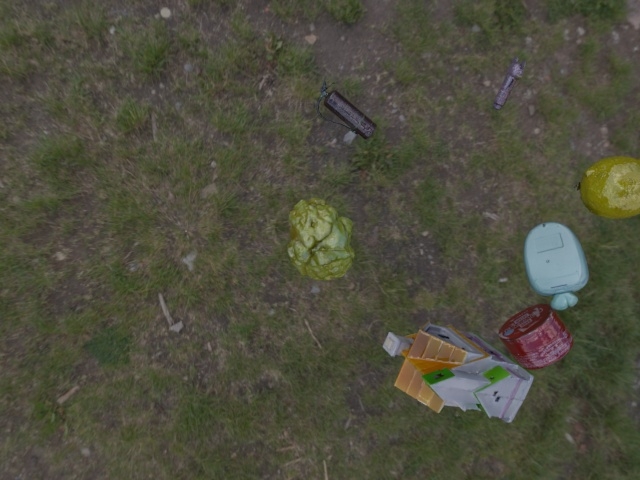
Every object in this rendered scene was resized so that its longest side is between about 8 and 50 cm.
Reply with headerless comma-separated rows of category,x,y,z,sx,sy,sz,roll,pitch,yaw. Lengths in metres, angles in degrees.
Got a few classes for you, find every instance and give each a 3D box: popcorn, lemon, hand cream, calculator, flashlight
popcorn,0.000,0.000,1.373,0.195,0.255,0.256,-22,104,13
lemon,0.817,-0.144,1.294,0.206,0.173,0.173,8,89,12
hand cream,0.788,0.353,1.735,0.230,0.230,0.149,-36,89,-12
calculator,0.766,0.079,1.551,0.042,0.184,0.295,22,57,-50
flashlight,0.402,-0.331,1.006,0.031,0.052,0.110,9,122,-16

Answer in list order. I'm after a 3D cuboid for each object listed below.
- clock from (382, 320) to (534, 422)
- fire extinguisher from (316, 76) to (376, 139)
clock,0.307,0.312,1.156,0.310,0.235,0.166,17,101,-28
fire extinguisher,0.050,-0.288,1.069,0.157,0.045,0.078,36,113,-16
